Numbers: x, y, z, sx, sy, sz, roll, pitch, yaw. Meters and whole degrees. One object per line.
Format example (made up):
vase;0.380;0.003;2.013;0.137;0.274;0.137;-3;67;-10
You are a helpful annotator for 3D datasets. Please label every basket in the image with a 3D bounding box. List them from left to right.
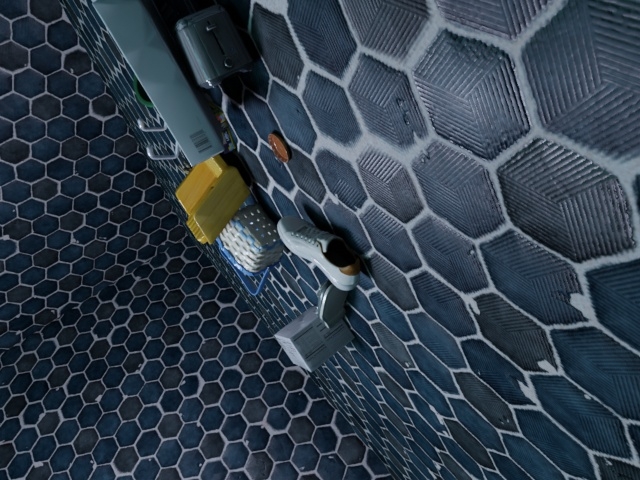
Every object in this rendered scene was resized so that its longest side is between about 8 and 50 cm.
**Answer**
basket;-0.258;0.033;1.674;0.255;0.201;0.289;50;130;15

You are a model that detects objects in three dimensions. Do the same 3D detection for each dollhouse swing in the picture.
dollhouse swing;-0.457;-0.223;1.601;0.305;0.315;0.347;38;179;-34

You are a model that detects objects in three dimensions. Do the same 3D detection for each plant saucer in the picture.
plant saucer;-0.104;-0.239;1.177;0.083;0.013;0.083;47;160;23

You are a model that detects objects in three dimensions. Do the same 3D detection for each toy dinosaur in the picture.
toy dinosaur;-0.670;-0.351;2.291;0.183;0.053;0.093;36;155;44

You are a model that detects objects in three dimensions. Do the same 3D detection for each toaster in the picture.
toaster;-0.246;-0.425;1.028;0.227;0.129;0.147;32;148;64

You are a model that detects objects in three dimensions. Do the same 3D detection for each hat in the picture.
hat;-0.566;-0.573;1.700;0.208;0.183;0.173;15;105;28

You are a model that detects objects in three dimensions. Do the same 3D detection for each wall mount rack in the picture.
wall mount rack;-0.487;-0.427;1.383;0.350;0.130;0.304;56;142;43

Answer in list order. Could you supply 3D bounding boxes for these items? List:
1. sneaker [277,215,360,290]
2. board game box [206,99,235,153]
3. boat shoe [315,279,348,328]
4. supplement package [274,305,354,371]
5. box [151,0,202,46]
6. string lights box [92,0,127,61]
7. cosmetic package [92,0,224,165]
sneaker;0.000;0.000;1.227;0.290;0.106;0.123;38;147;23
board game box;-0.355;-0.379;1.489;0.170;0.048;0.141;41;156;35
boat shoe;0.017;0.191;1.467;0.099;0.116;0.319;42;163;21
supplement package;-0.029;0.359;1.723;0.145;0.204;0.262;57;161;-4
box;-0.367;-0.576;1.163;0.232;0.059;0.184;22;145;58
string lights box;-0.716;-0.775;1.637;0.133;0.076;0.260;29;149;51
cosmetic package;-0.366;-0.395;1.109;0.377;0.097;0.284;63;-178;-27
